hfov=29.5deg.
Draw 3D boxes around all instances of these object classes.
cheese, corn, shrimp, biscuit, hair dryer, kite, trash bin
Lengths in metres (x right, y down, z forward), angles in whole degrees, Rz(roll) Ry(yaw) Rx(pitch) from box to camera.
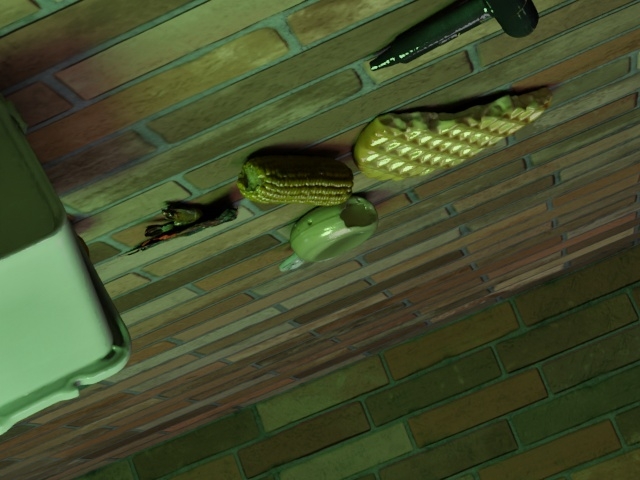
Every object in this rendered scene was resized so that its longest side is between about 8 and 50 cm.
[{"bbox_3d":[0.000,0.000,1.947,0.137,0.064,0.227,-9,162,-36],"label":"cheese"},{"bbox_3d":[-0.028,-0.080,1.608,0.068,0.068,0.207,-32,160,35],"label":"corn"},{"bbox_3d":[-0.207,-0.024,1.643,0.083,0.023,0.114,-22,171,14],"label":"shrimp"},{"bbox_3d":[0.171,-0.140,1.724,0.309,0.040,0.204,-13,163,-30],"label":"biscuit"},{"bbox_3d":[0.131,-0.237,1.321,0.195,0.050,0.173,-22,163,15],"label":"hair dryer"},{"bbox_3d":[-0.184,-0.012,1.696,0.232,0.009,0.189,-22,177,38],"label":"kite"},{"bbox_3d":[-0.365,0.038,1.202,0.296,0.255,0.367,-24,161,-16],"label":"trash bin"}]

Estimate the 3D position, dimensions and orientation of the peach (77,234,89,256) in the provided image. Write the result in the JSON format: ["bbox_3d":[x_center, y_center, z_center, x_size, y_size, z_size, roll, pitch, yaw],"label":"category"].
[{"bbox_3d":[-0.337,0.015,1.529,0.098,0.061,0.098,2,161,1],"label":"peach"}]
